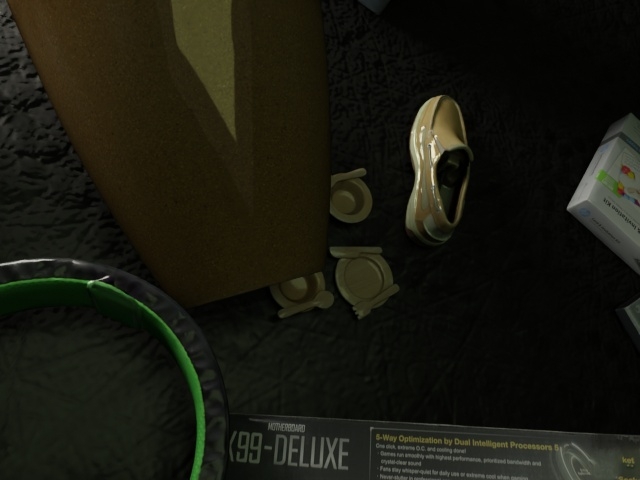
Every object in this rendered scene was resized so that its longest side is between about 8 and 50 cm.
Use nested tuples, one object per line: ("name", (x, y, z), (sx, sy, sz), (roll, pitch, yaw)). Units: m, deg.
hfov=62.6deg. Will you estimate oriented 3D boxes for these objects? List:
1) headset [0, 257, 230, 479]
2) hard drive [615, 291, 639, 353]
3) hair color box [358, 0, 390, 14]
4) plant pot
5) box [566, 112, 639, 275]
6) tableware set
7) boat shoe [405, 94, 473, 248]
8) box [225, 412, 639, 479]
("headset", (-0.201, 0.176, 0.264), (0.243, 0.185, 0.394), (22, 61, 1))
("hard drive", (0.423, 0.124, 0.636), (0.094, 0.022, 0.135), (-23, 80, -26))
("hair color box", (0.133, -0.438, 0.529), (0.113, 0.374, 0.185), (32, 63, -8))
("plant pot", (-0.087, -0.082, 0.413), (0.237, 0.237, 0.254), (-13, 86, -25))
("box", (0.419, -0.061, 0.694), (0.145, 0.038, 0.186), (41, 63, -3))
("tableware set", (0.000, 0.000, 0.519), (0.141, 0.020, 0.169), (-11, 75, -25))
("boat shoe", (0.140, -0.087, 0.575), (0.068, 0.072, 0.190), (13, 67, -16))
("box", (0.062, 0.245, 0.339), (0.307, 0.076, 0.243), (-2, 67, 12))
